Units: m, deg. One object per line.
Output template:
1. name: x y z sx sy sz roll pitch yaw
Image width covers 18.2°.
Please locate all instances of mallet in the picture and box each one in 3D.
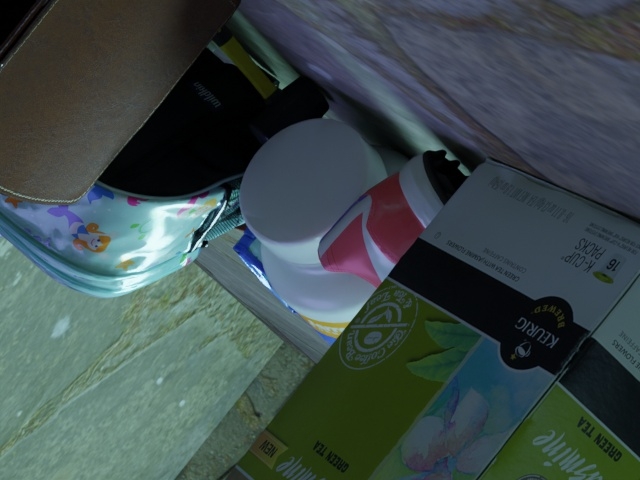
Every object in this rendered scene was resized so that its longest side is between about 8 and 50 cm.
1. mallet: -0.076 -0.144 1.560 0.190 0.062 0.039 42 174 -22

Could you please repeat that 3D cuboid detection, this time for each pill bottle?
1. pill bottle: 0.045 0.017 1.611 0.152 0.152 0.272 34 173 39

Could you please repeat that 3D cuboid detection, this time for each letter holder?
1. letter holder: -0.203 -0.155 1.353 0.152 0.214 0.302 37 -179 11

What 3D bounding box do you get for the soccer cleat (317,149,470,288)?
1. soccer cleat: 0.125 0.061 1.510 0.318 0.116 0.108 46 -159 -36

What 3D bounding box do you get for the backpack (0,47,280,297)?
1. backpack: -0.175 -0.070 1.625 0.225 0.191 0.253 39 -151 11

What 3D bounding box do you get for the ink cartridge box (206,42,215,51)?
1. ink cartridge box: -0.149 -0.196 1.755 0.115 0.029 0.063 40 174 -15

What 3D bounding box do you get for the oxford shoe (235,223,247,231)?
1. oxford shoe: -0.165 -0.116 2.027 0.348 0.123 0.130 39 180 7

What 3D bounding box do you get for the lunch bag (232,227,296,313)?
1. lunch bag: 0.000 0.000 1.851 0.096 0.129 0.151 30 168 46

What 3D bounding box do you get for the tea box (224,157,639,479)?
1. tea box: 0.161 0.183 1.362 0.329 0.323 0.220 43 172 -33
